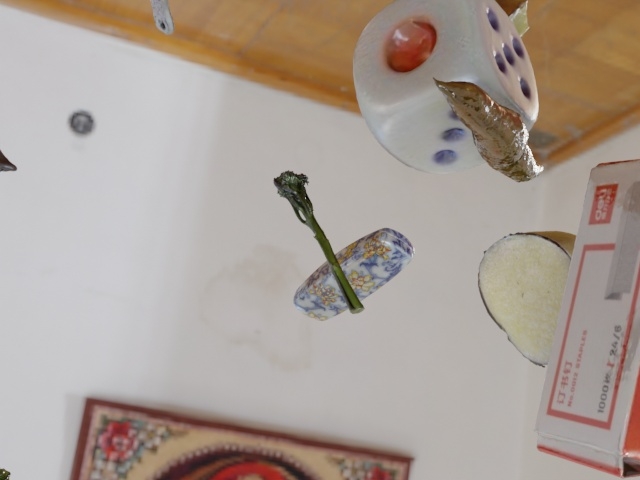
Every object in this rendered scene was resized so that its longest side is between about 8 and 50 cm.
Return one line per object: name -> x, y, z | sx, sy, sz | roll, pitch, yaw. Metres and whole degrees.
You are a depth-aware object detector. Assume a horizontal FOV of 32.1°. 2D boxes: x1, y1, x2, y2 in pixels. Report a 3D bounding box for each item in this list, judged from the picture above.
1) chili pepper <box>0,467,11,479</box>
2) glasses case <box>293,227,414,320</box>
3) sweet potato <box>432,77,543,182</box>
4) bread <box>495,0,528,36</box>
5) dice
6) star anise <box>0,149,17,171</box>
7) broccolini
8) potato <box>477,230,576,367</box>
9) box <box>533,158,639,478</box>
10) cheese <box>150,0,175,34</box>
chili pepper -> -0.467, 0.328, 1.534 | 0.091, 0.030, 0.034 | 2, 152, -44
glasses case -> 0.052, 0.059, 1.865 | 0.087, 0.065, 0.248 | 32, 133, -27
sweet potato -> 0.200, -0.124, 1.268 | 0.067, 0.067, 0.274 | -3, 159, 29
bread -> 0.220, -0.322, 1.939 | 0.138, 0.361, 0.077 | 14, 134, 38
dice -> 0.167, -0.215, 1.487 | 0.193, 0.194, 0.192 | -23, 146, 27
star anise -> -0.392, -0.106, 1.159 | 0.157, 0.053, 0.212 | -8, 118, 26
broccolini -> -0.001, 0.001, 1.323 | 0.044, 0.218, 0.042 | 6, 138, -46
potato -> 0.317, 0.062, 1.469 | 0.117, 0.182, 0.202 | -20, 179, -30
box -> 0.226, 0.054, 0.815 | 0.050, 0.229, 0.123 | 15, 175, -17
cheese -> -0.221, -0.347, 1.451 | 0.092, 0.048, 0.171 | 48, 156, 15
